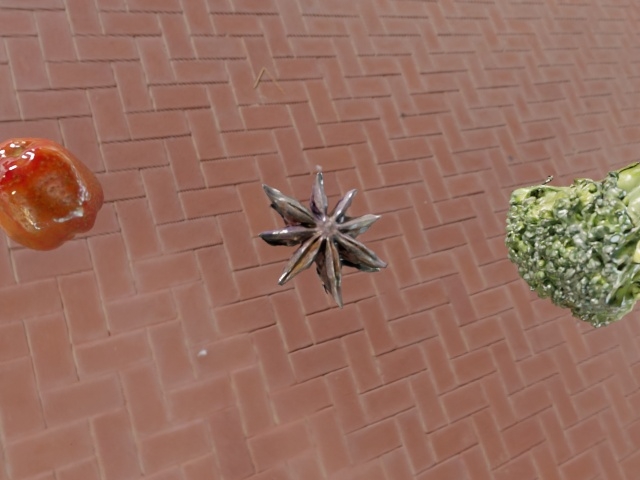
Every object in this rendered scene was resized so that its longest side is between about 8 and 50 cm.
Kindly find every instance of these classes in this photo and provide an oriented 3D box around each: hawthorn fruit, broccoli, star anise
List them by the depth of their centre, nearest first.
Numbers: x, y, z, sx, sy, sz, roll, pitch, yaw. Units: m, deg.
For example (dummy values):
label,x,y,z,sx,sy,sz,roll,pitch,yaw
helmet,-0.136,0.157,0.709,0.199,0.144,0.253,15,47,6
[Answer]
label,x,y,z,sx,sy,sz,roll,pitch,yaw
hawthorn fruit,-0.351,-0.061,0.678,0.133,0.133,0.138,-54,139,-30
star anise,0.000,0.000,0.776,0.205,0.061,0.180,15,76,-13
broccoli,0.414,-0.002,0.808,0.246,0.288,0.248,-31,105,1
